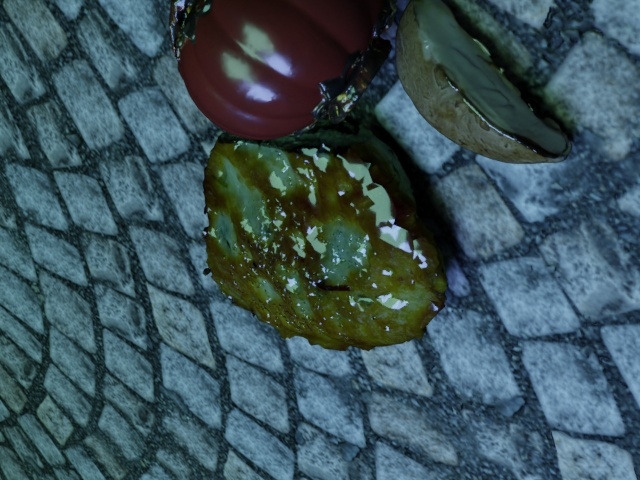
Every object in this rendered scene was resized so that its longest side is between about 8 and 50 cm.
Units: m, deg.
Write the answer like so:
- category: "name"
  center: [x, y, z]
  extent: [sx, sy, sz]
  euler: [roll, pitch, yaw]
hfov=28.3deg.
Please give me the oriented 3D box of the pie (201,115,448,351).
- category: "pie"
  center: [0.000, 0.000, 1.446]
  extent: [0.355, 0.103, 0.288]
  euler: [6, 125, 40]

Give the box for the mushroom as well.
- category: "mushroom"
  center: [0.139, -0.136, 1.199]
  extent: [0.210, 0.072, 0.094]
  euler: [49, 154, 3]

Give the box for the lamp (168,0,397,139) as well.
- category: "lamp"
  center: [-0.041, -0.205, 1.204]
  extent: [0.227, 0.227, 0.227]
  euler: [29, 139, 29]
